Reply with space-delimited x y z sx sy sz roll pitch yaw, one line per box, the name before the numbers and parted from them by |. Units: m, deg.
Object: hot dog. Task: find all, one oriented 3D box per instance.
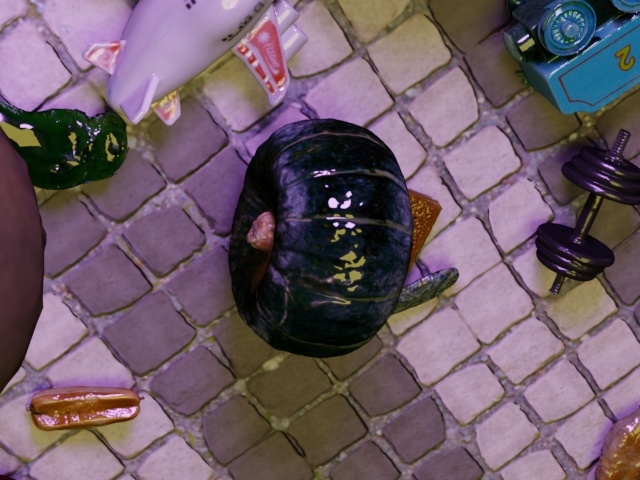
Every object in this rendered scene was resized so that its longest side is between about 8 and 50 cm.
hot dog | -0.262 0.185 1.827 0.133 0.041 0.056 -3 115 -9

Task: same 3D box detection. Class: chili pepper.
chili pepper | -0.308 -0.102 1.663 0.224 0.061 0.098 6 119 -23

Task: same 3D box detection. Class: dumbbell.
dumbbell | 0.309 -0.031 1.880 0.099 0.099 0.208 13 110 -23

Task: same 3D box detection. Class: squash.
squash | 0.000 0.000 1.704 0.165 0.252 0.252 9 111 -14

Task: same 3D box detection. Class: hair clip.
hair clip | 0.055 0.073 1.872 0.229 0.066 0.036 -13 74 -10

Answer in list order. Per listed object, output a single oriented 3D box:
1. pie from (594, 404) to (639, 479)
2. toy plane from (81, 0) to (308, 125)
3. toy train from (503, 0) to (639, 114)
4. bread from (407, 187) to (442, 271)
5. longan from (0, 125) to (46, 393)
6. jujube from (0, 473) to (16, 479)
pie | 0.435 0.292 2.103 0.195 0.046 0.195 -7 114 -16
toy plane | -0.124 -0.225 1.637 0.252 0.118 0.252 -8 115 -18
toy train | 0.300 -0.237 1.776 0.203 0.112 0.163 -32 125 0
bread | 0.079 -0.016 1.846 0.090 0.035 0.094 20 106 -26
longan | -0.461 0.035 1.502 0.436 0.404 0.404 -46 120 -11
jujube | -0.415 0.421 1.803 0.216 0.216 0.342 28 91 -27
